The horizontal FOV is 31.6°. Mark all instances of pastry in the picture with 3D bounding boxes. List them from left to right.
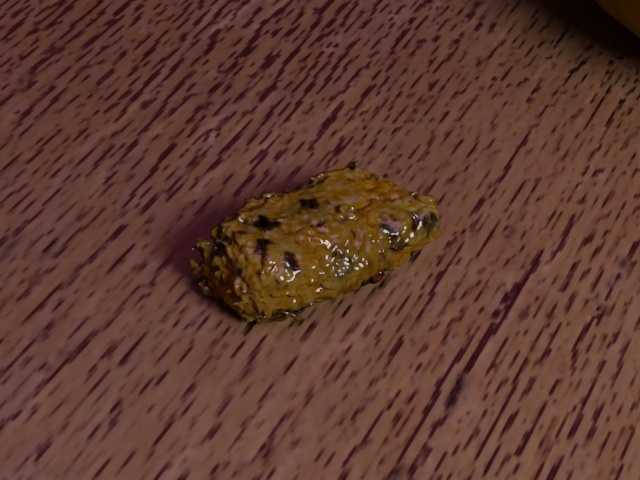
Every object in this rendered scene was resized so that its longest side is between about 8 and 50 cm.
[{"bbox_3d":[0.000,0.000,0.653,0.140,0.056,0.080,-31,54,-30],"label":"pastry"}]

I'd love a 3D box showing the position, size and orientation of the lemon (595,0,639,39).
[{"bbox_3d":[0.324,-0.280,0.765,0.387,0.350,0.350,-1,52,-28],"label":"lemon"}]
